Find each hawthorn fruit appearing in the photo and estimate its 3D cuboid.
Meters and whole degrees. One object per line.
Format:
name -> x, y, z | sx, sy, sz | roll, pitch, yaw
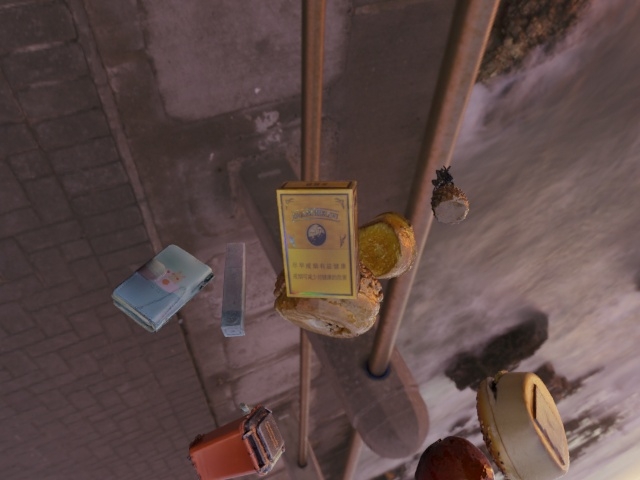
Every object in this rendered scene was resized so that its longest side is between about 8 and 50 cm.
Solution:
hawthorn fruit -> 0.395, 0.687, 1.449 | 0.215, 0.250, 0.215 | -5, 110, -14

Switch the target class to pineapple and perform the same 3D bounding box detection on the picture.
pineapple -> 0.397, -0.153, 1.596 | 0.125, 0.251, 0.125 | 4, 123, 6

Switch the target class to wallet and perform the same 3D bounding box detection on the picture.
wallet -> -0.451, 0.131, 1.464 | 0.250, 0.176, 0.075 | -47, 164, -41

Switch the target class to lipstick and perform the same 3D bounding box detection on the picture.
lipstick -> -0.277, 0.153, 1.653 | 0.066, 0.317, 0.068 | -5, 144, 1

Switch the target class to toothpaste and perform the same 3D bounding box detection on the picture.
toothpaste -> -0.211, 0.584, 1.646 | 0.037, 0.067, 0.255 | -62, 149, -33

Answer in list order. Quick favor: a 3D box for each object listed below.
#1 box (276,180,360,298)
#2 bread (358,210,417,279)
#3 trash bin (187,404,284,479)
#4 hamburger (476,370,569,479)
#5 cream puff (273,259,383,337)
box -> 0.000, 0.000, 1.311 | 0.192, 0.084, 0.302 | 0, 113, 11
bread -> 0.232, 0.029, 1.885 | 0.145, 0.268, 0.268 | -10, 144, -52
trash bin -> -0.244, 0.594, 1.445 | 0.238, 0.161, 0.184 | -24, 178, 13
hamburger -> 0.520, 0.490, 1.332 | 0.176, 0.300, 0.300 | -25, 151, 29
cream puff -> 0.024, 0.157, 1.568 | 0.327, 0.231, 0.343 | 22, 156, -21
